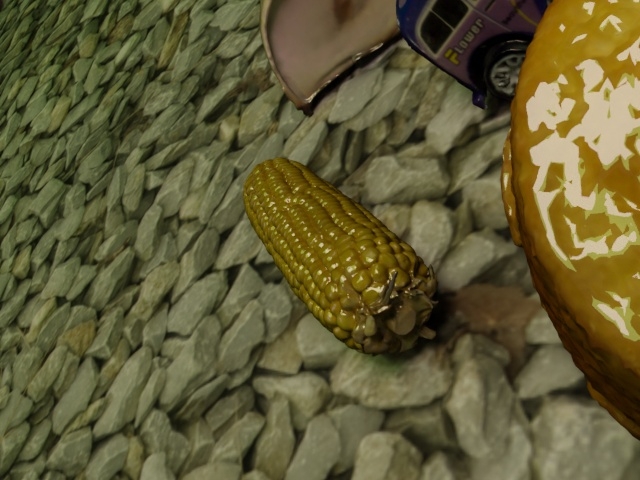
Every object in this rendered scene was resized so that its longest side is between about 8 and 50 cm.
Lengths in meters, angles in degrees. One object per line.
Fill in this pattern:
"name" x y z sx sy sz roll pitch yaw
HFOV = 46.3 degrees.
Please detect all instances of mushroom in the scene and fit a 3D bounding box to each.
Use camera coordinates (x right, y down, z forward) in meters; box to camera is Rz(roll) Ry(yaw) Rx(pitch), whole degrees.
"mushroom" 0.007 -0.313 0.901 0.236 0.162 0.173 -36 44 17

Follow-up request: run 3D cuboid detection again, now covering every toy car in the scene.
"toy car" 0.172 -0.247 0.658 0.235 0.158 0.172 -43 26 53

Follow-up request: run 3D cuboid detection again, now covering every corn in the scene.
"corn" 0.000 0.000 0.721 0.106 0.106 0.305 -49 38 4

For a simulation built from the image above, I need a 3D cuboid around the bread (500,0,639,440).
"bread" 0.269 -0.047 0.360 0.358 0.204 0.336 -29 72 16
